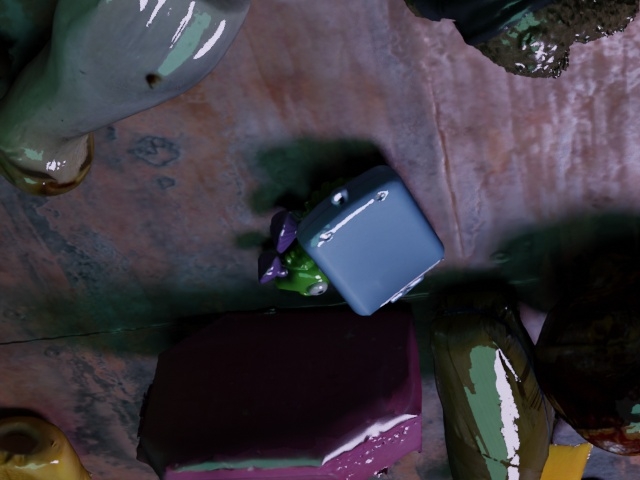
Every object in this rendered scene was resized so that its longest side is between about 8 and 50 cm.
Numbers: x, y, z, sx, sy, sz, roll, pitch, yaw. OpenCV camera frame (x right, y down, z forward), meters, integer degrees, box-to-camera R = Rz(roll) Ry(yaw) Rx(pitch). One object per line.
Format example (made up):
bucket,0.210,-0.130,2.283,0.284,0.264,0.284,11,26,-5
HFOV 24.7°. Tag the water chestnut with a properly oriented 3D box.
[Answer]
water chestnut,0.341,0.138,1.569,0.224,0.223,0.238,-18,110,23

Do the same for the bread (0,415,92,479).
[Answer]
bread,-0.373,0.286,1.879,0.134,0.085,0.173,-1,147,5

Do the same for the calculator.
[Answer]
calculator,0.053,0.002,1.476,0.121,0.039,0.210,-39,143,0

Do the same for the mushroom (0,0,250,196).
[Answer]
mushroom,-0.189,-0.154,1.228,0.159,0.122,0.329,29,139,-21

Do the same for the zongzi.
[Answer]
zongzi,0.185,0.230,1.642,0.123,0.289,0.260,-1,149,22

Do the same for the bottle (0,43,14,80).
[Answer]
bottle,-0.316,-0.145,1.287,0.101,0.047,0.063,-23,133,27

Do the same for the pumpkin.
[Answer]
pumpkin,0.262,0.311,1.920,0.131,0.126,0.248,2,129,-15

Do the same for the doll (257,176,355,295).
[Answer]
doll,0.000,0.000,1.512,0.115,0.050,0.190,-2,143,-16

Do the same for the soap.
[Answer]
soap,-0.047,0.185,1.639,0.325,0.220,0.127,-4,137,5

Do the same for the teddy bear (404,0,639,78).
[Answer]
teddy bear,0.156,-0.197,1.157,0.182,0.129,0.251,-31,137,32
